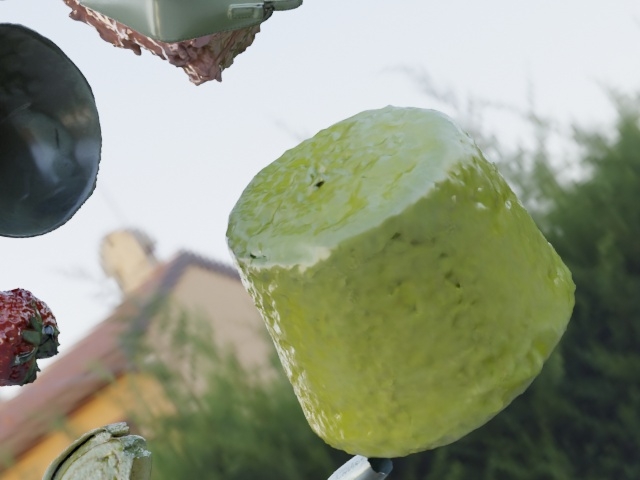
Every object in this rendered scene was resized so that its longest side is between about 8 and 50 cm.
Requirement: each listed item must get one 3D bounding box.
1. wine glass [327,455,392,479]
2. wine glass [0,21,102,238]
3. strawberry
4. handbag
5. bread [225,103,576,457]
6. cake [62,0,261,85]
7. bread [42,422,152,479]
[{"bbox_3d":[0.022,0.403,2.580,0.074,0.074,0.262,-18,-21,-51],"label":"wine glass"},{"bbox_3d":[-0.487,-0.100,2.108,0.267,0.267,0.406,-24,5,-39],"label":"wine glass"},{"bbox_3d":[-0.392,0.108,1.994,0.131,0.148,0.131,-45,-23,-25],"label":"strawberry"},{"bbox_3d":[-0.147,-0.299,1.922,0.219,0.256,0.079,-13,-64,-32],"label":"handbag"},{"bbox_3d":[0.080,0.033,1.811,0.348,0.307,0.348,-27,23,12],"label":"bread"},{"bbox_3d":[-0.222,-0.433,2.524,0.293,0.314,0.307,-55,-3,-21],"label":"cake"},{"bbox_3d":[-0.286,0.309,2.128,0.156,0.117,0.064,-37,-32,11],"label":"bread"}]
